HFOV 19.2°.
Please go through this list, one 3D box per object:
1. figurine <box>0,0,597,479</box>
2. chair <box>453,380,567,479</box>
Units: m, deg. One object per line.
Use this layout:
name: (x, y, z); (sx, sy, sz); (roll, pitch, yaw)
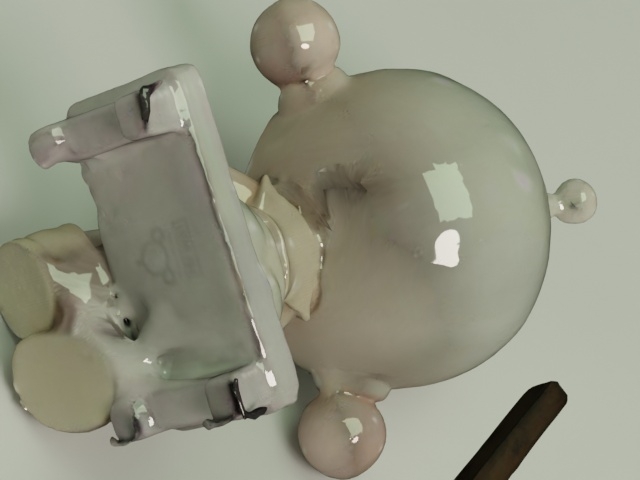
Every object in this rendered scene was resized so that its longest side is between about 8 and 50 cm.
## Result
figurine: (0.004, -0.008, 0.769); (0.256, 0.144, 0.182); (-17, 71, -44)
chair: (0.009, 0.202, 0.633); (0.186, 0.160, 0.319); (50, 44, 2)
